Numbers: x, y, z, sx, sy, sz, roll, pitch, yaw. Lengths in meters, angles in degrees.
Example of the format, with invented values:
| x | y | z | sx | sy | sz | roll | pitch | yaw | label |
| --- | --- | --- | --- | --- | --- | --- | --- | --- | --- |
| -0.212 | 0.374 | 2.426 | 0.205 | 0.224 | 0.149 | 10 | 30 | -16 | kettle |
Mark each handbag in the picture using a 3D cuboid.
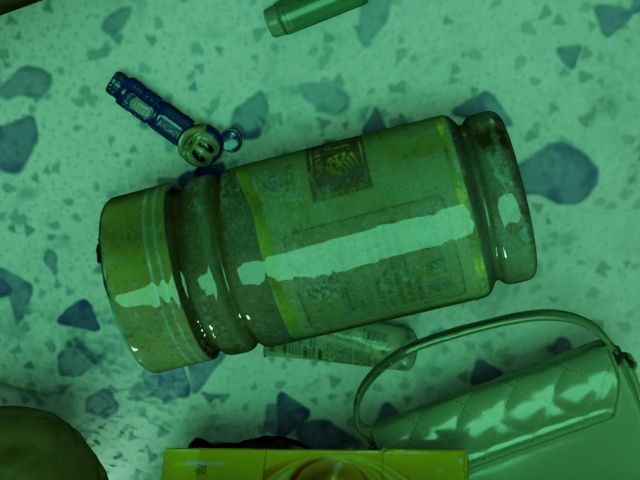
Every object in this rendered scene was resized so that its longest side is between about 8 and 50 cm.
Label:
| x | y | z | sx | sy | sz | roll | pitch | yaw | label |
| --- | --- | --- | --- | --- | --- | --- | --- | --- | --- |
| 0.161 | 0.161 | 0.827 | 0.256 | 0.079 | 0.219 | -23 | 112 | 10 | handbag |

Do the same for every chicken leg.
| x | y | z | sx | sy | sz | roll | pitch | yaw | label |
| --- | --- | --- | --- | --- | --- | --- | --- | --- | --- |
| -0.027 | 0.224 | 0.857 | 0.205 | 0.093 | 0.053 | 21 | 127 | 35 | chicken leg |

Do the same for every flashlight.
| x | y | z | sx | sy | sz | roll | pitch | yaw | label |
| --- | --- | --- | --- | --- | --- | --- | --- | --- | --- |
| -0.128 | -0.099 | 0.781 | 0.121 | 0.035 | 0.057 | 36 | 107 | -10 | flashlight |

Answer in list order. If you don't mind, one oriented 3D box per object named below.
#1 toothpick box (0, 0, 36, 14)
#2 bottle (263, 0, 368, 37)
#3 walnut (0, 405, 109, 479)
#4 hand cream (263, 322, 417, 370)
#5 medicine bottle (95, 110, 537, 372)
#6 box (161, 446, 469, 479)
| x | y | z | sx | sy | sz | roll | pitch | yaw | label |
| --- | --- | --- | --- | --- | --- | --- | --- | --- | --- |
| -0.282 | -0.213 | 0.607 | 0.190 | 0.308 | 0.187 | -19 | 106 | 7 | toothpick box |
| -0.004 | -0.192 | 0.750 | 0.083 | 0.030 | 0.030 | -20 | 106 | 9 | bottle |
| -0.311 | 0.289 | 0.779 | 0.252 | 0.313 | 0.277 | 18 | 131 | 0 | walnut |
| 0.017 | 0.091 | 0.843 | 0.143 | 0.039 | 0.061 | 9 | 118 | 7 | hand cream |
| 0.000 | 0.000 | 0.749 | 0.322 | 0.151 | 0.151 | -13 | 107 | 6 | medicine bottle |
| -0.010 | 0.252 | 0.776 | 0.269 | 0.043 | 0.152 | -1 | 63 | 12 | box |
